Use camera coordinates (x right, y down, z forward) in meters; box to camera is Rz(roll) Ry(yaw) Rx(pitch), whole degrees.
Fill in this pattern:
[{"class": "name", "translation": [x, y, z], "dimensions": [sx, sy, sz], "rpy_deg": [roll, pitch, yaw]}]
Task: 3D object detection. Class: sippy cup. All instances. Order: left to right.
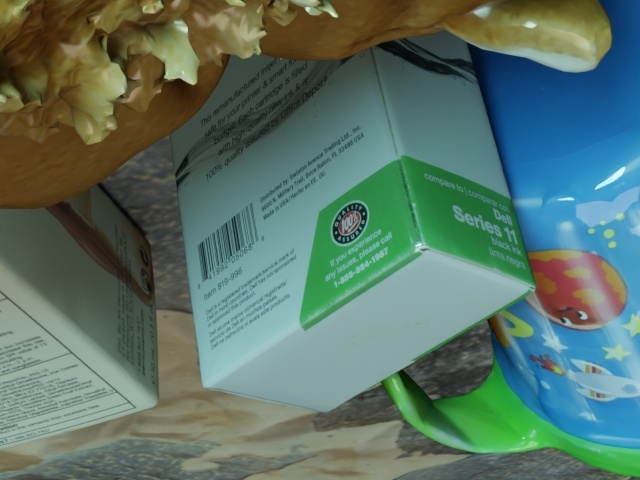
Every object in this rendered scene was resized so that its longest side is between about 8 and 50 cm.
[{"class": "sippy cup", "translation": [0.171, -0.020, 0.765], "dimensions": [0.240, 0.305, 0.224], "rpy_deg": [9, 150, 39]}]

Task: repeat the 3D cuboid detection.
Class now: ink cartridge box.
[{"class": "ink cartridge box", "translation": [0.004, -0.041, 0.686], "dimensions": [0.087, 0.208, 0.153], "rpy_deg": [18, 140, -40]}]

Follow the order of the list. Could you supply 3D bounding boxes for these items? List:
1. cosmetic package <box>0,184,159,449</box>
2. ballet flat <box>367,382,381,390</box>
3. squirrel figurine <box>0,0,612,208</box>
[{"class": "cosmetic package", "translation": [-0.220, 0.002, 0.771], "dimensions": [0.153, 0.129, 0.296], "rpy_deg": [-15, 148, 12]}, {"class": "ballet flat", "translation": [0.068, 0.055, 0.986], "dimensions": [0.067, 0.073, 0.206], "rpy_deg": [-2, 154, -38]}, {"class": "squirrel figurine", "translation": [-0.070, -0.107, 0.429], "dimensions": [0.371, 0.280, 0.397], "rpy_deg": [-10, -174, -11]}]
